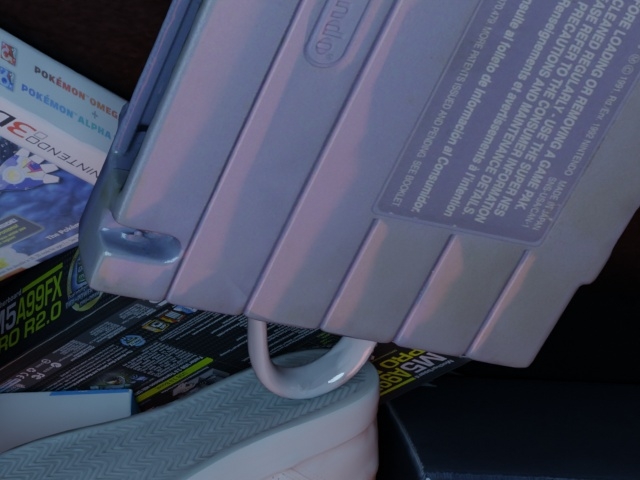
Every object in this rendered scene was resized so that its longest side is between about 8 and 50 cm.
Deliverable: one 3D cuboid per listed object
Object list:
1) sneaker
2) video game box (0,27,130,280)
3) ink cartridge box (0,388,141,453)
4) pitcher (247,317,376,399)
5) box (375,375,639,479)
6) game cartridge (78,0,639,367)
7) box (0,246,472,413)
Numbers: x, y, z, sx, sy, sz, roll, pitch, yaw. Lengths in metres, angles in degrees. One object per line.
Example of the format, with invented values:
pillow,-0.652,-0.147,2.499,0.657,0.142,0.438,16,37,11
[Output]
sneaker,-0.090,0.184,1.107,0.292,0.108,0.169,-17,121,-22
video game box,-0.205,-0.041,1.036,0.205,0.048,0.187,-23,142,34
ink cartridge box,-0.150,0.161,1.236,0.092,0.090,0.143,-3,151,5
pitcher,0.000,0.000,1.013,0.178,0.125,0.207,-45,143,11
box,0.169,0.303,1.285,0.293,0.395,0.212,3,-168,-8
game cartridge,0.063,-0.103,0.812,0.230,0.068,0.355,9,128,-25
box,-0.075,0.064,1.218,0.216,0.060,0.270,20,145,-35
